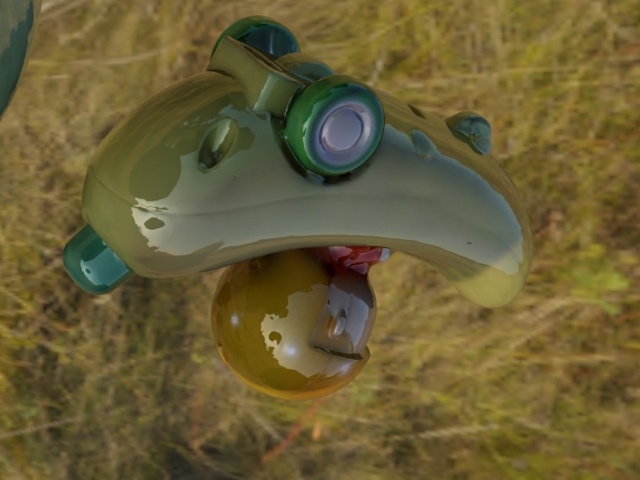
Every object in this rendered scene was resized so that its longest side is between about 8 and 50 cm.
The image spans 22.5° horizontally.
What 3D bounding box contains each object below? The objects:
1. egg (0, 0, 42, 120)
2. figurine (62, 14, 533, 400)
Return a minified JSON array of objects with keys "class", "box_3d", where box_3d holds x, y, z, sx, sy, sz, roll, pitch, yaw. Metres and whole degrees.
[{"class":"egg","box_3d":[-0.222,-0.114,0.679,0.218,0.218,0.295,67,24,-22]},{"class":"figurine","box_3d":[0.000,0.000,1.000,0.324,0.124,0.222,17,103,-38]}]
